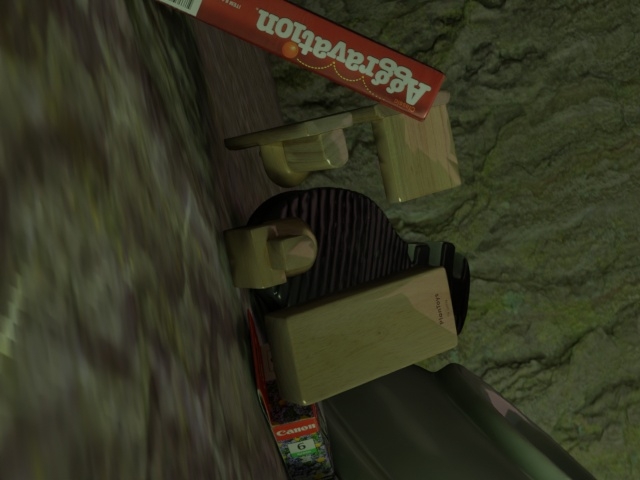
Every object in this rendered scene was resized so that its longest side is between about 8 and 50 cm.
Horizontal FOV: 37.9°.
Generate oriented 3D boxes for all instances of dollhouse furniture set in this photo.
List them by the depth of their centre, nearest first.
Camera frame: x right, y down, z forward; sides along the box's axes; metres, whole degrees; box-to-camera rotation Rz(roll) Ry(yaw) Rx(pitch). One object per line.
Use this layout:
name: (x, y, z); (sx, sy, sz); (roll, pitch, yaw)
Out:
dollhouse furniture set: (0.000, 0.000, 0.577); (0.123, 0.144, 0.151); (-1, -77, 57)

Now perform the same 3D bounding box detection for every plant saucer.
plant saucer: (0.152, 0.202, 0.734); (0.400, 0.100, 0.400); (40, 4, -3)

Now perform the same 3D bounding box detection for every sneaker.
sneaker: (0.002, 0.032, 0.758); (0.330, 0.146, 0.122); (24, 75, -61)

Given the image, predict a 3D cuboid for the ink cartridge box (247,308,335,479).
ink cartridge box: (-0.017, 0.096, 0.571); (0.115, 0.029, 0.063); (76, 1, -47)

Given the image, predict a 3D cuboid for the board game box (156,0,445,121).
board game box: (-0.020, -0.123, 0.535); (0.281, 0.145, 0.027); (-99, -146, -76)
